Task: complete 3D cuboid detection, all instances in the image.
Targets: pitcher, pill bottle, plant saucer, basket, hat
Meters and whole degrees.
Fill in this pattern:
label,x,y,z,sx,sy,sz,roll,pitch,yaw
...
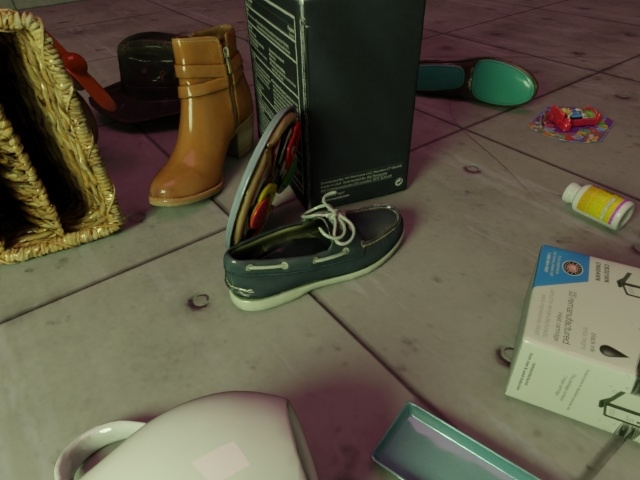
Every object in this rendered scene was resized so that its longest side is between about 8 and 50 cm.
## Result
label,x,y,z,sx,sy,sz,roll,pitch,yaw
pitcher,-0.112,0.175,0.335,0.207,0.126,0.178,-20,24,-4
pill bottle,0.386,-0.051,0.643,0.043,0.043,0.083,-25,43,-26
plant saucer,0.135,0.201,0.356,0.192,0.018,0.067,25,46,29
basket,-0.426,-0.109,0.555,0.223,0.299,0.213,20,43,26
hat,-0.343,-0.379,0.999,0.331,0.134,0.331,0,40,0

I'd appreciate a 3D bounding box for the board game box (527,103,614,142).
label,x,y,z,sx,sy,sz,roll,pitch,yaw
board game box,0.490,-0.241,0.889,0.133,0.033,0.168,25,46,31

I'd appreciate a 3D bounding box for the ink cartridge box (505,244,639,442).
label,x,y,z,sx,sy,sz,roll,pitch,yaw
ink cartridge box,0.293,0.099,0.422,0.203,0.086,0.148,15,41,22

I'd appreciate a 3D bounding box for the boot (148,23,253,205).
label,x,y,z,sx,sy,sz,roll,pitch,yaw
boot,-0.191,-0.200,0.723,0.109,0.220,0.283,16,42,22

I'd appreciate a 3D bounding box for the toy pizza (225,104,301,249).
label,x,y,z,sx,sy,sz,roll,pitch,yaw
toy pizza,-0.063,-0.070,0.579,0.032,0.201,0.201,23,41,0

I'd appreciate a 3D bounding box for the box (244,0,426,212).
label,x,y,z,sx,sy,sz,roll,pitch,yaw
box,0.007,-0.254,0.723,0.182,0.294,0.296,-15,40,-15

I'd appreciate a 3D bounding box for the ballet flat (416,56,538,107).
label,x,y,z,sx,sy,sz,roll,pitch,yaw
ballet flat,0.333,-0.355,1.002,0.280,0.095,0.096,20,31,26

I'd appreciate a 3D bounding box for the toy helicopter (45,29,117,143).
label,x,y,z,sx,sy,sz,roll,pitch,yaw
toy helicopter,-0.488,-0.276,0.728,0.234,0.355,0.140,-19,37,8

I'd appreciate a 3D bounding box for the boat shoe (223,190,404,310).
label,x,y,z,sx,sy,sz,roll,pitch,yaw
boat shoe,0.000,0.000,0.570,0.254,0.079,0.095,-19,42,-19
